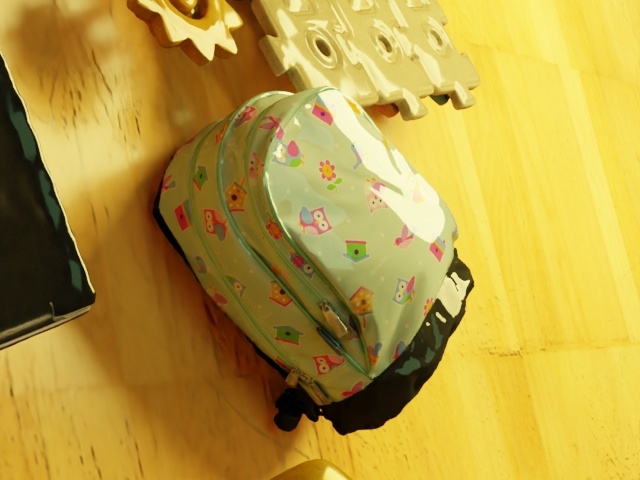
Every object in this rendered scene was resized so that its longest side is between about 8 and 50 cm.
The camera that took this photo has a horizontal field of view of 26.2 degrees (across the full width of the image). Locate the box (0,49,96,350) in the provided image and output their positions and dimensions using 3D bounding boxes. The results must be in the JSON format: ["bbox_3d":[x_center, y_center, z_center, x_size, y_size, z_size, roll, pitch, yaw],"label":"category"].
[{"bbox_3d":[-0.203,0.017,0.427,0.153,0.207,0.108,-23,92,-52],"label":"box"}]

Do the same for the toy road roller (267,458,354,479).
[{"bbox_3d":[0.012,0.253,0.603,0.240,0.202,0.329,42,38,-14],"label":"toy road roller"}]

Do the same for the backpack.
[{"bbox_3d":[0.000,0.000,0.769,0.182,0.115,0.152,49,44,-20],"label":"backpack"}]

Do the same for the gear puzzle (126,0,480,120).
[{"bbox_3d":[-0.015,-0.140,0.855,0.339,0.044,0.175,-18,78,-59],"label":"gear puzzle"}]
